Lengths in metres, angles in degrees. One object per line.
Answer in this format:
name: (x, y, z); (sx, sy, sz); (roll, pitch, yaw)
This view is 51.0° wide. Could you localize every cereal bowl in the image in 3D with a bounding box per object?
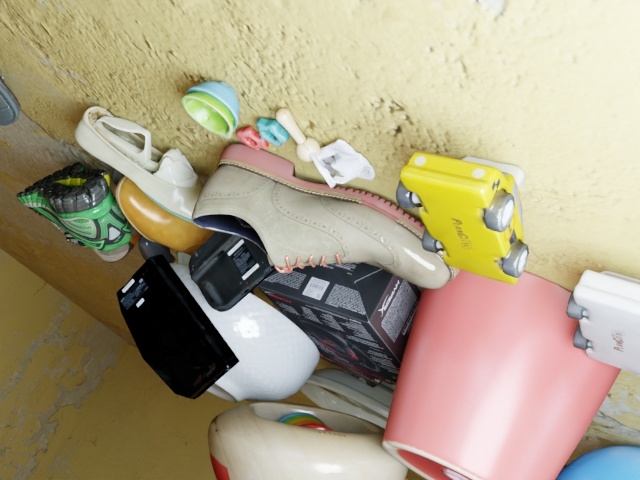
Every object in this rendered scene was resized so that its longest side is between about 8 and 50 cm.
cereal bowl: (-0.179, 0.190, 1.201); (0.339, 0.141, 0.339); (25, 158, 11)

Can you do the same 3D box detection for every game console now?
game console: (-0.158, 0.077, 1.010); (0.213, 0.361, 0.044); (53, -154, 9)

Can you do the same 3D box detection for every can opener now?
can opener: (-0.313, -0.030, 1.246); (0.076, 0.095, 0.283); (22, 158, 20)

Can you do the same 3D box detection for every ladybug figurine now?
ladybug figurine: (-0.028, 0.352, 1.041); (0.305, 0.161, 0.449); (9, 172, -5)

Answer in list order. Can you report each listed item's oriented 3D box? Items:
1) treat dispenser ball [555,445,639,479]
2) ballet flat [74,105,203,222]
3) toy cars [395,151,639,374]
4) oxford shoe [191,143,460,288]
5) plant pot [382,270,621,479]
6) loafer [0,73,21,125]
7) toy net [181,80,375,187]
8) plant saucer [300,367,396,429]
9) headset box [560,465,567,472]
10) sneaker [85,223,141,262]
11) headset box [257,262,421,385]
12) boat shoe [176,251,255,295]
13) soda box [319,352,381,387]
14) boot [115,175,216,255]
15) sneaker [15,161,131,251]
treat dispenser ball: (0.497, 0.475, 1.064); (0.288, 0.288, 0.288); (26, 159, 11)
ballet flat: (-0.254, -0.117, 1.001); (0.249, 0.086, 0.086); (32, 159, -1)
toy cars: (0.233, 0.017, 0.660); (0.394, 0.087, 0.176); (32, 164, -15)
oxford shoe: (0.000, 0.000, 0.850); (0.349, 0.130, 0.123); (22, 158, 18)
plant pot: (0.217, 0.197, 0.861); (0.275, 0.243, 0.275); (25, 158, 11)
loafer: (-0.584, -0.294, 1.055); (0.096, 0.084, 0.267); (-25, 133, 28)
toy net: (-0.050, -0.109, 0.787); (0.232, 0.045, 0.122); (28, 159, 4)
plant saucer: (0.136, 0.401, 1.636); (0.401, 0.100, 0.400); (26, 160, 11)
headset box: (0.557, 0.518, 1.445); (0.083, 0.032, 0.062); (9, 150, 45)
sneaker: (-0.512, -0.031, 1.514); (0.263, 0.099, 0.121); (10, 147, 40)
headset box: (0.066, 0.128, 1.086); (0.218, 0.110, 0.293); (14, 154, 37)
boat shoe: (-0.205, 0.091, 1.367); (0.091, 0.109, 0.305); (44, 169, 50)
soda box: (0.062, 0.255, 1.466); (0.169, 0.053, 0.060); (31, 159, -1)
boot: (-0.169, -0.019, 1.101); (0.211, 0.104, 0.295); (1, 149, 43)
sneaker: (-0.456, -0.051, 1.242); (0.344, 0.134, 0.146); (20, 137, 55)
